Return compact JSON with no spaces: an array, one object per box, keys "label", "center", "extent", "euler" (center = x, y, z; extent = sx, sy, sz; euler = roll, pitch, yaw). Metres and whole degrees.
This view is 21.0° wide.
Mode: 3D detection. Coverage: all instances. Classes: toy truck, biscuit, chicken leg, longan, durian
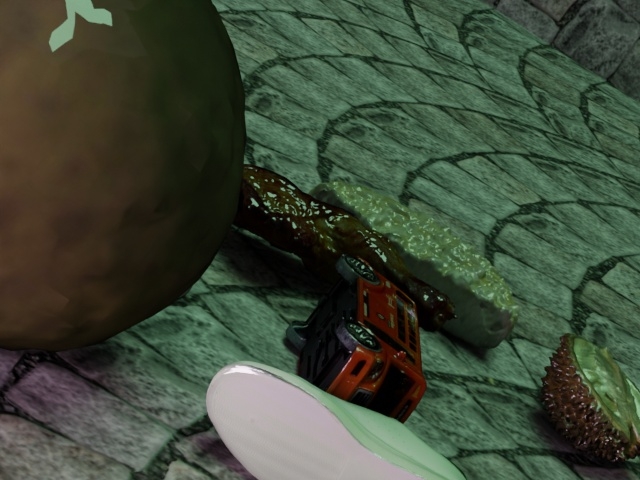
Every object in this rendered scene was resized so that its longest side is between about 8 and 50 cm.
[{"label":"toy truck","center":[0.037,0.113,1.673],"extent":[0.114,0.107,0.253],"euler":[34,17,-12]},{"label":"biscuit","center":[0.117,0.025,2.019],"extent":[0.281,0.084,0.179],"euler":[36,18,14]},{"label":"chicken leg","center":[0.003,0.001,1.868],"extent":[0.322,0.083,0.177],"euler":[29,2,-1]},{"label":"longan","center":[-0.268,-0.112,1.433],"extent":[0.436,0.404,0.404],"euler":[28,19,-21]},{"label":"durian","center":[0.292,0.174,1.871],"extent":[0.148,0.091,0.188],"euler":[33,30,-20]}]

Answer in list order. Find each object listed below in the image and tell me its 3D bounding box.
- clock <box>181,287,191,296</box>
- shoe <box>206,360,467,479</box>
[{"label":"clock","center":[-0.204,-0.021,1.743],"extent":[0.197,0.068,0.197],"euler":[24,21,-10]},{"label":"shoe","center":[0.021,0.186,1.524],"extent":[0.265,0.095,0.110],"euler":[34,15,0]}]
